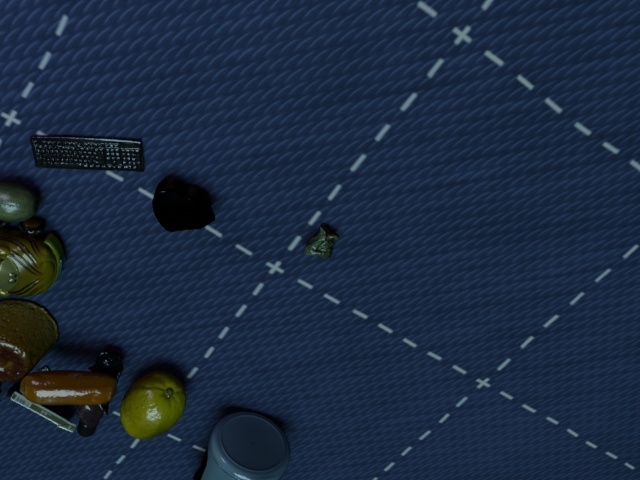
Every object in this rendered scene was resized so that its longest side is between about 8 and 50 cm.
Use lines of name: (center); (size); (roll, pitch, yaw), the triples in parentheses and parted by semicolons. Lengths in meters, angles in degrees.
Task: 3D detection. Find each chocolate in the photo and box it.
chocolate: (-0.320, -0.082, 1.623); (0.148, 0.080, 0.125); (18, 133, -19)

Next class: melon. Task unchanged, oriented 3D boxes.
melon: (-0.716, -0.091, 1.602); (0.130, 0.098, 0.098); (7, 122, -7)

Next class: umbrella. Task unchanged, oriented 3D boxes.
umbrella: (-0.625, 0.431, 1.942); (0.094, 0.090, 0.326); (19, 121, -17)

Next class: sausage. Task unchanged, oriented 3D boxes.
sausage: (-0.650, 0.380, 1.797); (0.238, 0.098, 0.098); (6, 123, -16)

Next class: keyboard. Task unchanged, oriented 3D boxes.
keyboard: (-0.529, -0.199, 1.581); (0.250, 0.017, 0.087); (3, 124, -1)

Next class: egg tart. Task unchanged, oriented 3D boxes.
egg tart: (-0.800, 0.271, 1.806); (0.202, 0.147, 0.203); (-1, 125, -1)

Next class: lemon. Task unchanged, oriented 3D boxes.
lemon: (-0.462, 0.452, 1.912); (0.170, 0.170, 0.207); (37, 122, -21)

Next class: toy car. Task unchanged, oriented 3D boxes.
toy car: (-0.751, 0.049, 1.664); (0.247, 0.142, 0.200); (11, 123, -5)

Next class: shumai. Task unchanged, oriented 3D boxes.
shumai: (0.000, 0.000, 1.694); (0.083, 0.082, 0.081); (5, 89, -37)

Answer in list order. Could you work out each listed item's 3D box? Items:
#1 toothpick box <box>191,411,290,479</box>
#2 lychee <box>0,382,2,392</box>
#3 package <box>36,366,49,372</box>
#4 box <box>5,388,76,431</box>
toothpick box: (-0.242, 0.705, 2.030); (0.263, 0.263, 0.355); (19, 122, -12)
lychee: (-0.997, 0.392, 1.800); (0.306, 0.330, 0.306); (-14, 146, -9)
package: (-0.751, 0.399, 1.965); (0.037, 0.015, 0.110); (-25, 118, 21)
box: (-0.794, 0.483, 1.975); (0.198, 0.029, 0.109); (38, 156, -21)
